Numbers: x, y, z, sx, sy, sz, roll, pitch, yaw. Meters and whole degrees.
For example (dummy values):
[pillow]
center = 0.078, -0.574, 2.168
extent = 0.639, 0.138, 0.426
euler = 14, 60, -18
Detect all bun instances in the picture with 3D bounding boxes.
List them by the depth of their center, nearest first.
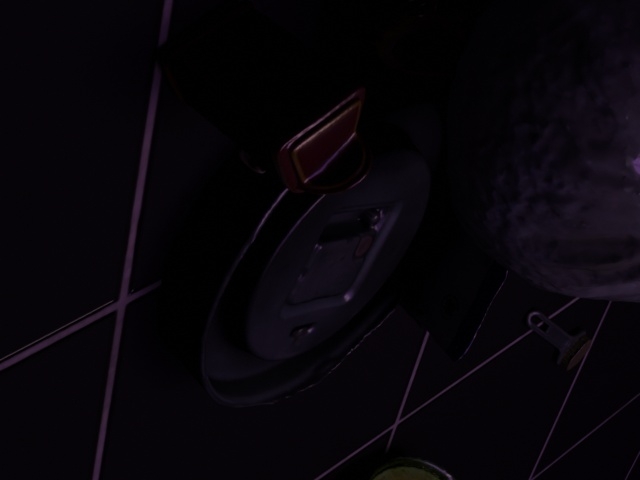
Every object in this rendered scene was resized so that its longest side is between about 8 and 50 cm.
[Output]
[bun]
center = 0.263, -0.102, 1.120
extent = 0.362, 0.211, 0.361
euler = -23, 139, -21

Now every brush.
[brush]
center = 0.321, 0.131, 2.056
extent = 0.062, 0.027, 0.266
euler = -52, 155, 3

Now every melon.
[melon]
center = 0.061, 0.358, 1.843
extent = 0.169, 0.129, 0.265
euler = -40, 167, 34

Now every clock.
[clock]
center = 0.000, 0.000, 1.304
extent = 0.325, 0.067, 0.325
euler = -38, 152, -25

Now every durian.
[durian]
center = 0.114, -0.184, 1.175
extent = 0.182, 0.132, 0.165
euler = -17, 129, -32

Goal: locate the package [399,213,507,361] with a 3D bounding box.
[package]
center = 0.130, 0.005, 1.418
extent = 0.027, 0.173, 0.171
euler = 21, 103, -27

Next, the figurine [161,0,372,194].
[figurine]
center = -0.032, -0.079, 1.043
extent = 0.082, 0.154, 0.098
euler = -37, 155, -28
